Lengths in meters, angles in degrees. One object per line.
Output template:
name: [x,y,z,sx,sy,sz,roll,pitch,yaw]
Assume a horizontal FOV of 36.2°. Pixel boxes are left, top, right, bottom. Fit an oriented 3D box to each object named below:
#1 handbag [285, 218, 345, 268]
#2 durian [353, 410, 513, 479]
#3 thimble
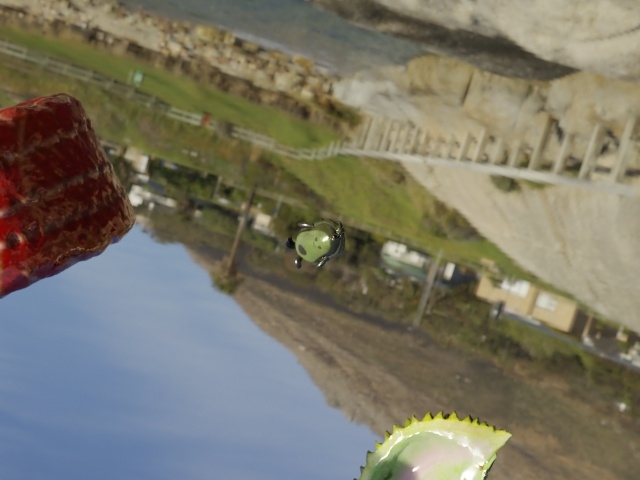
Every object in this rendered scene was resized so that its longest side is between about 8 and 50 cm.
handbag: [0.000,0.000,1.419,0.047,0.072,0.111,-24,180,-37]
durian: [0.128,0.388,1.354,0.158,0.355,0.169,13,-169,-23]
thimble: [-0.451,-0.053,1.339,0.350,0.230,0.350,-19,-170,3]
